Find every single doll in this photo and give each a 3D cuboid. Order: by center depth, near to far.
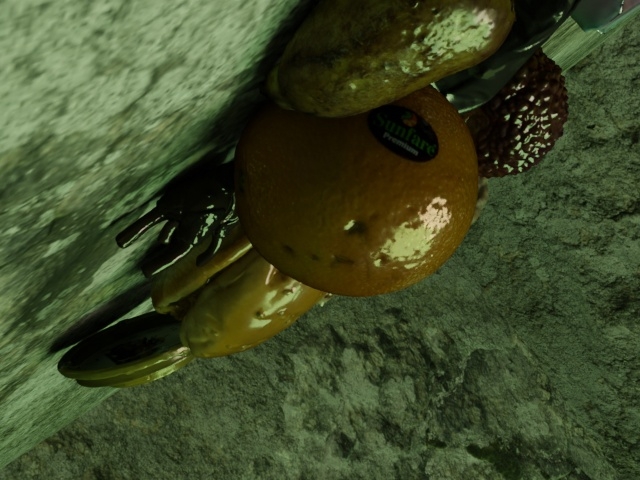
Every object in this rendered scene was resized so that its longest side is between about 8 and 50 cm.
[{"bbox_3d":[-0.094,-0.039,0.706,0.165,0.057,0.139,-45,173,8],"label":"doll"}]

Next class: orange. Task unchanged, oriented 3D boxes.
[{"bbox_3d":[0.029,-0.048,0.631,0.206,0.206,0.206,-36,176,-3],"label":"orange"}]

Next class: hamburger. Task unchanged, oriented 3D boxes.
[{"bbox_3d":[-0.057,0.016,0.919,0.319,0.158,0.318,-39,177,-3],"label":"hamburger"}]

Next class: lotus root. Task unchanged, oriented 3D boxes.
[{"bbox_3d":[0.037,-0.130,0.501,0.191,0.094,0.108,-32,143,26],"label":"lotus root"}]

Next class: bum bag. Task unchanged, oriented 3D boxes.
[{"bbox_3d":[0.130,-0.171,0.697,0.340,0.095,0.144,-40,-158,57],"label":"bum bag"}]

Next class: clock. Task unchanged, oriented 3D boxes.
[{"bbox_3d":[-0.239,0.152,1.057,0.237,0.057,0.237,-15,-169,3],"label":"clock"}]

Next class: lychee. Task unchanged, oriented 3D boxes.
[{"bbox_3d":[0.232,-0.172,0.987,0.188,0.188,0.188,-36,176,-3],"label":"lychee"}]

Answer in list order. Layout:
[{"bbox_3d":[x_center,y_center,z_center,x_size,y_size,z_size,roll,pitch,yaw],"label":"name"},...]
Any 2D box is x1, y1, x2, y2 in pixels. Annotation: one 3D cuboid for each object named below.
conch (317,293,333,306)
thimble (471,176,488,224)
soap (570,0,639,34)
[{"bbox_3d":[0.000,0.000,1.201,0.245,0.163,0.178,-49,-169,11],"label":"conch"},{"bbox_3d":[0.124,-0.069,1.091,0.229,0.195,0.148,-1,157,-36],"label":"thimble"},{"bbox_3d":[0.361,-0.325,0.774,0.324,0.109,0.193,-34,175,-30],"label":"soap"}]
